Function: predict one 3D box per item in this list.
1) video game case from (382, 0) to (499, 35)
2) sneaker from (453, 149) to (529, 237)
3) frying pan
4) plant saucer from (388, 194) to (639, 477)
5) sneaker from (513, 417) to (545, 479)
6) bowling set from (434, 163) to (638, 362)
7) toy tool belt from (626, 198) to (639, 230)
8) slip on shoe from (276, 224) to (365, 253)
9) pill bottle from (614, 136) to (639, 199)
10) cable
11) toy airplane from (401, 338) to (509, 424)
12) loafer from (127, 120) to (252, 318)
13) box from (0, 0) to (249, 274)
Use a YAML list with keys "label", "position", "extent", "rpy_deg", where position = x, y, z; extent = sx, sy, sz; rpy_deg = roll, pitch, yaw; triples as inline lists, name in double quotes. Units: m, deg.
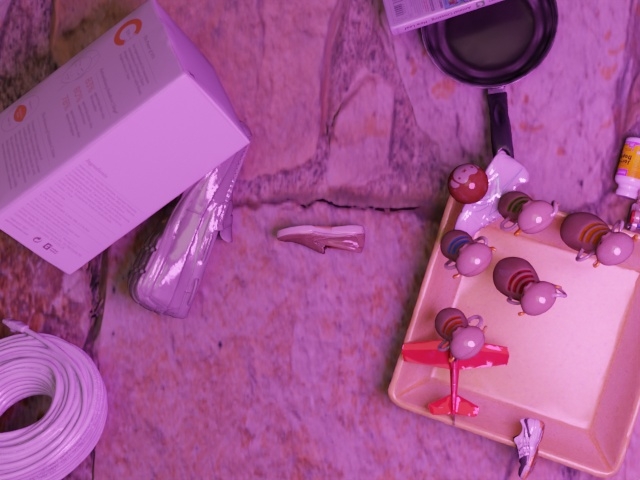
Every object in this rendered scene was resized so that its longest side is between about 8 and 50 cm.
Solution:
- label: "video game case"
  position: [0.175, -0.419, 1.380]
  extent: [0.193, 0.023, 0.212]
  rpy_deg: [-16, 65, 12]
- label: "sneaker"
  position: [0.231, -0.046, 1.291]
  extent: [0.061, 0.053, 0.152]
  rpy_deg: [33, 94, 8]
- label: "frying pan"
  position: [0.276, -0.261, 1.370]
  extent: [0.197, 0.053, 0.326]
  rpy_deg: [-29, 82, 9]
- label: "plant saucer"
  position: [0.302, 0.122, 1.337]
  extent: [0.332, 0.081, 0.333]
  rpy_deg: [18, 92, 12]
- label: "sneaker"
  position: [0.278, 0.282, 1.283]
  extent: [0.037, 0.032, 0.083]
  rpy_deg: [14, 86, 25]
- label: "bowling set"
  position: [0.225, 0.007, 1.200]
  extent: [0.287, 0.154, 0.200]
  rpy_deg: [-39, 104, 3]
- label: "toy tool belt"
  position: [0.456, -0.032, 1.309]
  extent: [0.051, 0.083, 0.052]
  rpy_deg: [11, 99, 14]
- label: "slip on shoe"
  position: [0.000, 0.000, 1.421]
  extent: [0.135, 0.051, 0.041]
  rpy_deg: [-1, 85, 4]
- label: "pill bottle"
  position: [0.444, -0.101, 1.334]
  extent: [0.043, 0.043, 0.083]
  rpy_deg: [16, 91, 12]
- label: "cable"
  position: [-0.452, 0.258, 1.417]
  extent: [0.257, 0.089, 0.257]
  rpy_deg: [16, 52, 21]
- label: "toy airplane"
  position: [0.183, 0.182, 1.303]
  extent: [0.151, 0.028, 0.151]
  rpy_deg: [0, 88, 10]
- label: "loafer"
  position: [-0.181, -0.034, 1.441]
  extent: [0.111, 0.112, 0.320]
  rpy_deg: [29, 88, -27]
- label: "box"
  position: [-0.311, -0.152, 1.387]
  extent: [0.345, 0.168, 0.215]
  rpy_deg: [-35, 47, 9]
